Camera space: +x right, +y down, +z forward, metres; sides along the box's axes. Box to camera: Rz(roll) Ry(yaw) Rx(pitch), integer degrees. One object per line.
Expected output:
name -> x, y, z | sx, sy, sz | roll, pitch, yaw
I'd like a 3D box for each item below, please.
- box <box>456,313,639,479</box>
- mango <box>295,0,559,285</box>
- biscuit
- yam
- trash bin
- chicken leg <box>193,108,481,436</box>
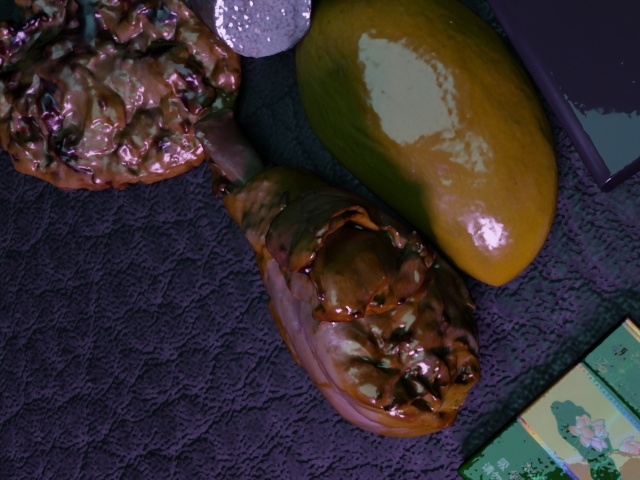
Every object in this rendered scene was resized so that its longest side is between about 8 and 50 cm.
box -> 0.262, 0.199, 0.879 | 0.235, 0.034, 0.132 | -46, 77, 15
mango -> 0.112, -0.122, 0.872 | 0.332, 0.142, 0.195 | 43, 110, 5
biscuit -> -0.251, -0.201, 1.024 | 0.334, 0.081, 0.289 | -14, 88, 18
yam -> -0.102, -0.280, 0.915 | 0.106, 0.106, 0.259 | -51, 40, 14
trash bin -> 0.272, -0.183, 0.826 | 0.165, 0.115, 0.225 | -34, 77, 18
chicken leg -> 0.000, 0.000, 0.861 | 0.182, 0.295, 0.409 | -36, 68, -2
